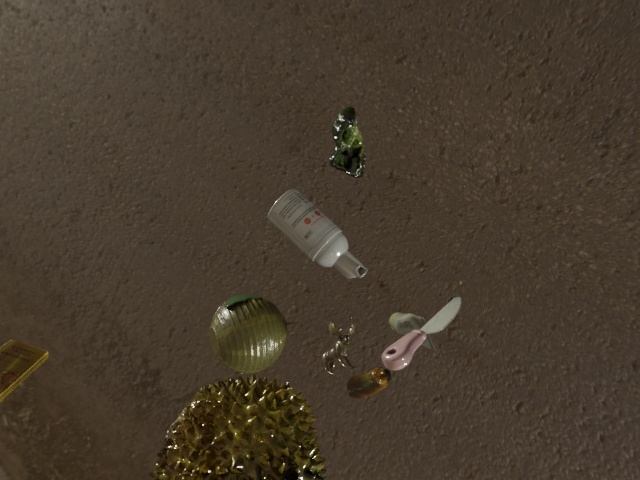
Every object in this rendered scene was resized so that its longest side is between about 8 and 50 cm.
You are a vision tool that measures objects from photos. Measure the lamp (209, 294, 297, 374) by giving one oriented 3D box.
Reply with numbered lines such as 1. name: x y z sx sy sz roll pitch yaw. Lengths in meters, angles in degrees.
1. lamp: -0.202 0.282 1.326 0.250 0.284 0.250 31 126 56

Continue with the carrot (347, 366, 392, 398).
1. carrot: 0.136 0.416 1.232 0.070 0.070 0.260 51 153 13

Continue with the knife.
1. knife: 0.281 0.222 1.086 0.081 0.336 0.043 -11 107 55

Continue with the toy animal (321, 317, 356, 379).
1. toy animal: 0.071 0.419 1.643 0.214 0.093 0.186 -44 47 29

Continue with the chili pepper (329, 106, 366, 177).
1. chili pepper: 0.096 -0.355 1.557 0.116 0.148 0.265 -1 133 21

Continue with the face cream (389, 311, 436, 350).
1. face cream: 0.303 0.289 1.396 0.070 0.224 0.114 -24 97 -13

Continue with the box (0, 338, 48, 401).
1. box: -0.634 0.263 0.836 0.089 0.156 0.022 17 115 -2

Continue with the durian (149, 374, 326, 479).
1. durian: -0.115 0.354 0.624 0.258 0.258 0.293 25 108 19

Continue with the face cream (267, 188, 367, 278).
1. face cream: 0.000 0.000 1.406 0.369 0.145 0.145 44 108 9
